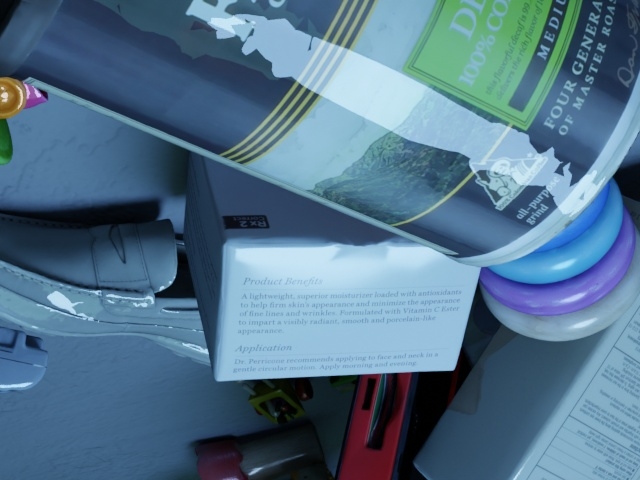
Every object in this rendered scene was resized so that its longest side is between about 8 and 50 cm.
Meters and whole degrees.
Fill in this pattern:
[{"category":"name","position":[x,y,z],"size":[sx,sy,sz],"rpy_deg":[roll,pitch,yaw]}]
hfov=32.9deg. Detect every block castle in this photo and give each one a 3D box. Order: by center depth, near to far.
[{"category":"block castle","position":[-0.038,0.486,1.360],"size":[0.213,0.453,0.303],"rpy_deg":[-17,149,-1]}]

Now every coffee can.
[{"category":"coffee can","position":[-0.001,-0.124,0.530],"size":[0.275,0.201,0.201],"rpy_deg":[21,138,-26]}]

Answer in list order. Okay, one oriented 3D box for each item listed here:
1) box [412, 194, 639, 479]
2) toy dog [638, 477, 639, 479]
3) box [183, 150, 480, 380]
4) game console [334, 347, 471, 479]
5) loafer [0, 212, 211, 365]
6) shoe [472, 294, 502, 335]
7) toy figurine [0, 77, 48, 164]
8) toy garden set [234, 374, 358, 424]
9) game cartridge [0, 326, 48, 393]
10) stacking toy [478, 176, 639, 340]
[{"category":"box","position":[0.239,0.124,0.981],"size":[0.148,0.121,0.311],"rpy_deg":[33,92,-33]},{"category":"toy dog","position":[0.397,0.210,1.231],"size":[0.408,0.284,0.395],"rpy_deg":[-22,145,9]},{"category":"box","position":[0.000,0.000,0.796],"size":[0.181,0.182,0.119],"rpy_deg":[0,124,-15]},{"category":"game console","position":[0.085,0.266,1.110],"size":[0.060,0.386,0.342],"rpy_deg":[6,155,19]},{"category":"loafer","position":[-0.158,0.024,0.903],"size":[0.320,0.112,0.111],"rpy_deg":[15,121,-33]},{"category":"shoe","position":[0.249,0.059,1.110],"size":[0.178,0.063,0.081],"rpy_deg":[-30,139,22]},{"category":"toy figurine","position":[-0.153,-0.152,0.627],"size":[0.159,0.130,0.173],"rpy_deg":[-25,124,-1]},{"category":"toy garden set","position":[-0.016,0.132,1.164],"size":[0.204,0.049,0.244],"rpy_deg":[-20,148,16]},{"category":"game cartridge","position":[-0.385,0.075,0.870],"size":[0.297,0.062,0.198],"rpy_deg":[15,162,-23]},{"category":"stacking toy","position":[0.150,-0.064,0.799],"size":[0.141,0.141,0.330],"rpy_deg":[-18,139,12]}]
